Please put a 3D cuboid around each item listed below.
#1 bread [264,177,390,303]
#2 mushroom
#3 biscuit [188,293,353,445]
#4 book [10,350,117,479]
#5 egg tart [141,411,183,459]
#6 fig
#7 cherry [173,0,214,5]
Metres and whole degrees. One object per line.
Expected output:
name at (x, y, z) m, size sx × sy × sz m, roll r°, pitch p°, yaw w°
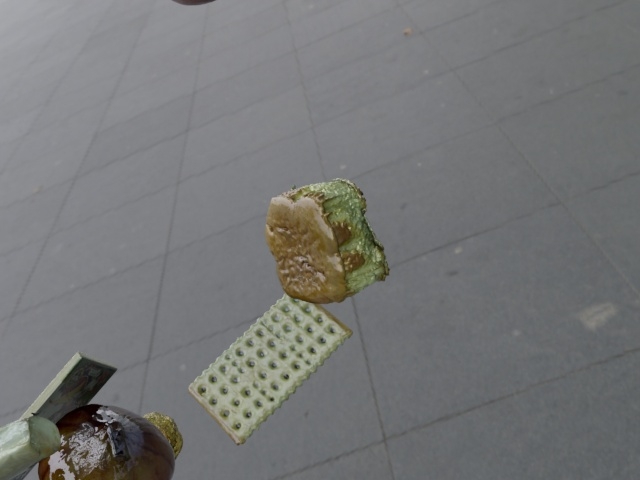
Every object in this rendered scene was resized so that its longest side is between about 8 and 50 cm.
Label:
bread at (0.000, 0.000, 0.827) m, size 0.069 × 0.128 × 0.140 m, roll -24°, pitch 10°, yaw -30°
mushroom at (-0.504, 0.327, 1.070) m, size 0.312 × 0.081 × 0.100 m, roll -29°, pitch -17°, yaw 8°
biscuit at (-0.077, 0.176, 1.154) m, size 0.231 × 0.016 × 0.139 m, roll -43°, pitch 56°, yaw -14°
book at (-0.513, 0.348, 1.443) m, size 0.018 × 0.228 × 0.322 m, roll 37°, pitch 80°, yaw 11°
egg tart at (-0.381, 0.461, 1.809) m, size 0.130 × 0.130 × 0.052 m, roll -27°, pitch -1°, yaw -2°
fig at (-0.375, 0.392, 1.384) m, size 0.235 × 0.214 × 0.235 m, roll 0°, pitch 14°, yaw 0°
cherry at (-0.167, -0.409, 1.078) m, size 0.176 × 0.176 × 0.140 m, roll -16°, pitch -9°, yaw 17°
